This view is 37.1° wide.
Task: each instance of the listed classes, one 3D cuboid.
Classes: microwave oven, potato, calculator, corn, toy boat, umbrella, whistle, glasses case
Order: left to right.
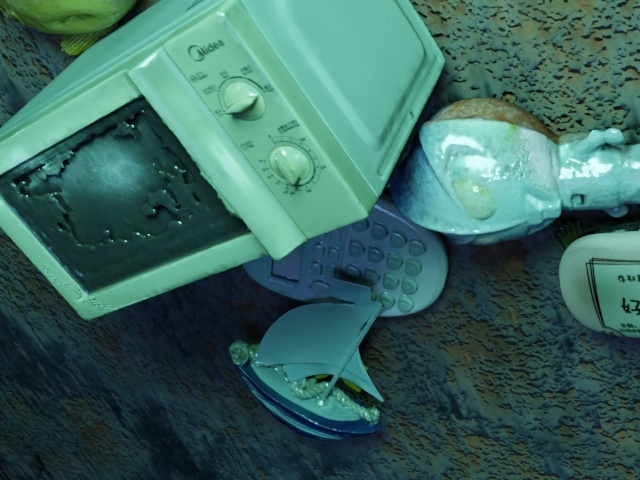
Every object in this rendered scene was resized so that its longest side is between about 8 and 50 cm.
[{"bbox_3d":[-0.282,-0.267,0.950,0.243,0.098,0.138,3,119,25],"label":"potato"},{"bbox_3d":[-0.252,-0.223,1.030,0.083,0.027,0.028,-19,111,34],"label":"corn"},{"bbox_3d":[-0.097,-0.105,0.870,0.355,0.286,0.218,-21,116,36],"label":"microwave oven"},{"bbox_3d":[-0.001,0.143,1.150,0.220,0.067,0.291,28,141,3],"label":"toy boat"},{"bbox_3d":[0.000,0.000,1.075,0.295,0.042,0.184,17,132,11],"label":"calculator"},{"bbox_3d":[0.212,-0.064,0.870,0.346,0.134,0.142,-2,122,17],"label":"whistle"},{"bbox_3d":[0.255,0.005,0.966,0.031,0.020,0.083,-32,114,-1],"label":"umbrella"},{"bbox_3d":[0.381,0.035,0.885,0.314,0.075,0.122,-4,121,29],"label":"glasses case"}]
